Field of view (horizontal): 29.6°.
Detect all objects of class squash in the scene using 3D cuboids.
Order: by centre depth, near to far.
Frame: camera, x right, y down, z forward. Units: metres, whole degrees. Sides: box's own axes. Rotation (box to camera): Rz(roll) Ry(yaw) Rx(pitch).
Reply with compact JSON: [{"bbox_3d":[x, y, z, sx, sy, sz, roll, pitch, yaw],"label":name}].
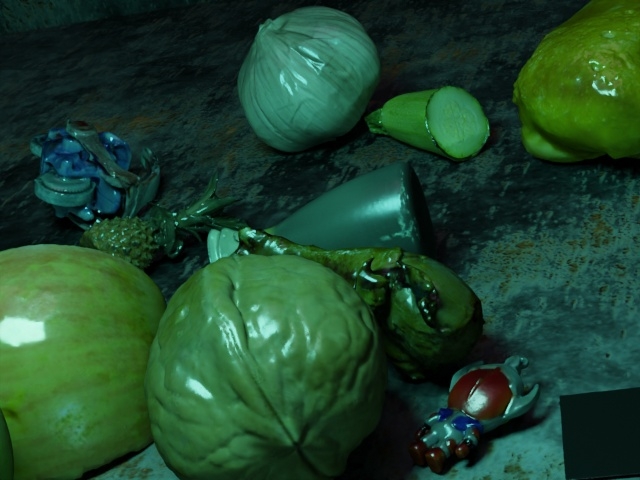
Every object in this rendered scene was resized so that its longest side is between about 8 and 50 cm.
[{"bbox_3d":[0.186,-0.237,2.254,0.137,0.137,0.287,-24,24,-22],"label":"squash"}]

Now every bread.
[{"bbox_3d":[0.518,-0.273,2.003,0.361,0.250,0.394,10,35,43],"label":"bread"}]

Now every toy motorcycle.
[{"bbox_3d":[-0.432,-0.116,2.313,0.182,0.241,0.319,-52,28,14],"label":"toy motorcycle"}]

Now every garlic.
[{"bbox_3d":[-0.034,-0.319,2.372,0.317,0.259,0.317,-34,21,15],"label":"garlic"}]

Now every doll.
[{"bbox_3d":[0.182,0.196,1.410,0.195,0.062,0.104,-39,17,-30],"label":"doll"}]

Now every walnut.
[{"bbox_3d":[-0.062,0.157,1.385,0.277,0.252,0.313,-5,25,-12],"label":"walnut"}]

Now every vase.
[{"bbox_3d":[0.000,0.000,1.806,0.321,0.173,0.173,-13,24,13],"label":"vase"}]

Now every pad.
[{"bbox_3d":[0.391,0.205,1.341,0.246,0.006,0.170,-8,24,12],"label":"pad"}]

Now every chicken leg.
[{"bbox_3d":[0.065,0.070,1.579,0.361,0.211,0.140,16,64,43],"label":"chicken leg"}]

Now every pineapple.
[{"bbox_3d":[-0.257,-0.018,2.030,0.277,0.119,0.130,-26,8,-29],"label":"pineapple"}]

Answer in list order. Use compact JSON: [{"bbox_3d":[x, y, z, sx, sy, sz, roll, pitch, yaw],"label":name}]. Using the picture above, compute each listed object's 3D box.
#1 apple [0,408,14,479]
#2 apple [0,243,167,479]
[{"bbox_3d":[-0.505,0.257,1.336,0.319,0.319,0.277,-1,25,25],"label":"apple"},{"bbox_3d":[-0.347,0.166,1.587,0.309,0.314,0.252,-15,-17,-2],"label":"apple"}]
